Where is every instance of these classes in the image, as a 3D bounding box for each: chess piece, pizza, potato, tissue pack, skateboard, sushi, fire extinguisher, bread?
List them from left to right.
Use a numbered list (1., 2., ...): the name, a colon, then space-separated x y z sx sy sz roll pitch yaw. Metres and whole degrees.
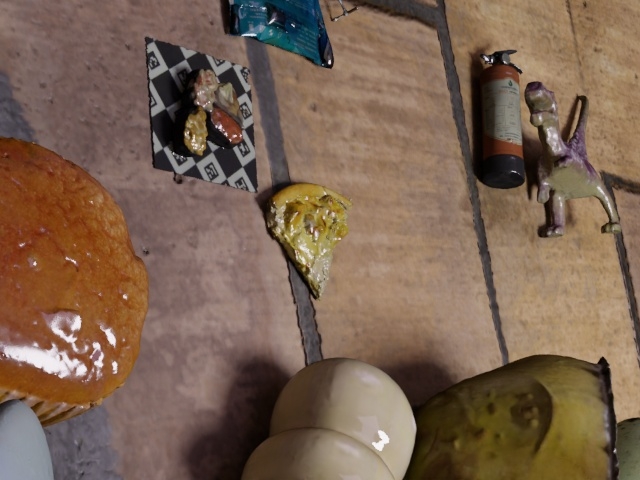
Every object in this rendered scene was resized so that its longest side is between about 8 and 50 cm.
1. bread: -0.201 0.027 0.782 0.199 0.104 0.199 25 56 -44
2. sushi: -0.089 -0.109 1.033 0.126 0.026 0.120 11 68 -49
3. tissue pack: -0.036 -0.215 1.140 0.138 0.028 0.085 11 68 -52
4. chess piece: -0.010 0.217 0.928 0.167 0.167 0.300 51 36 -26
5. pizza: 0.000 0.000 1.104 0.123 0.026 0.109 -4 82 -52
6. skateboard: 0.014 -0.265 1.219 0.083 0.032 0.064 64 29 -8
7. potato: 0.160 0.220 1.103 0.299 0.196 0.247 -11 108 -81
8. fire extinguisher: 0.209 -0.147 1.397 0.062 0.050 0.177 14 66 -27

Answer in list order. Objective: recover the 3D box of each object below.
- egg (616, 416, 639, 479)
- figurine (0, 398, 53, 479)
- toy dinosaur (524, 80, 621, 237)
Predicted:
1. egg: 0.352 0.291 1.312 0.177 0.177 0.228 44 33 -32
2. figurine: -0.276 0.088 0.590 0.382 0.205 0.224 57 28 -18
3. toy dinosaur: 0.312 -0.101 1.486 0.251 0.072 0.200 -1 79 -52
